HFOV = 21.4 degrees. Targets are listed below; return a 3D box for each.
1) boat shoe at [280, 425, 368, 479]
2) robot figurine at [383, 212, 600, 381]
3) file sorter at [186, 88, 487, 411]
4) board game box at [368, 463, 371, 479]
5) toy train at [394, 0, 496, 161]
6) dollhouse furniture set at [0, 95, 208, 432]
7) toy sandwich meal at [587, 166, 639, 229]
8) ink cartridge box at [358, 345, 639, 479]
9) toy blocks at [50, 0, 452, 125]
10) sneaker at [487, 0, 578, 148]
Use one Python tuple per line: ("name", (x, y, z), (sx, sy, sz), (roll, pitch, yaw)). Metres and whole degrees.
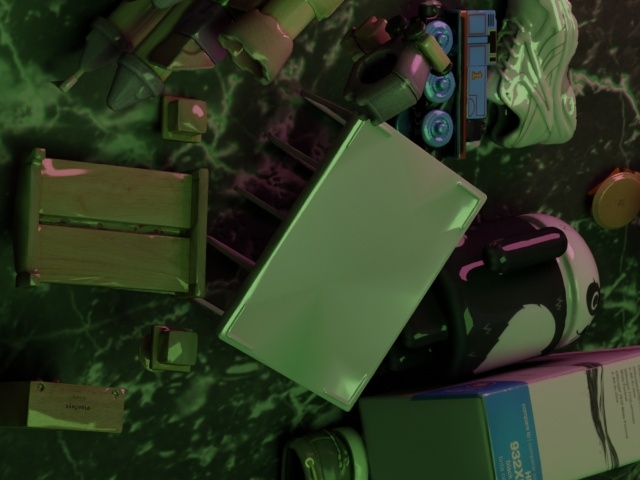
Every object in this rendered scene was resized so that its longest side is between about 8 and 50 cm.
("boat shoe", (-0.011, 0.371, 2.023), (0.091, 0.109, 0.305), (-2, 104, -29))
("robot figurine", (0.192, 0.068, 1.975), (0.278, 0.209, 0.174), (-13, 102, -25))
("file sorter", (0.000, 0.000, 1.839), (0.193, 0.173, 0.278), (33, 91, -34))
("board game box", (0.152, 0.334, 2.134), (0.210, 0.047, 0.160), (-4, 110, -28))
("toy train", (0.142, -0.177, 1.897), (0.105, 0.080, 0.184), (-6, 99, -30))
("dollhouse furniture set", (-0.292, 0.018, 1.754), (0.303, 0.174, 0.356), (7, 81, -31))
("toy sandwich meal", (0.370, -0.054, 2.120), (0.085, 0.029, 0.086), (-11, 118, -22))
("ink cartridge box", (0.236, 0.214, 1.983), (0.307, 0.223, 0.129), (-9, 89, -37))
("toy blocks", (-0.101, -0.204, 1.635), (0.260, 0.288, 0.309), (-50, 127, -12))
("sneaker", (0.230, -0.205, 1.945), (0.115, 0.090, 0.232), (-18, 116, -19))
